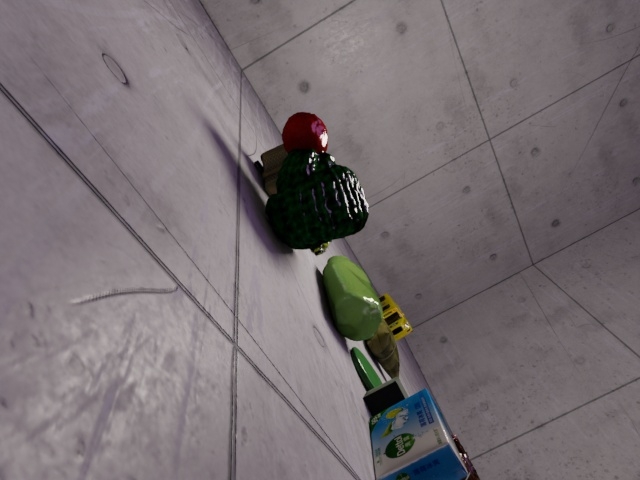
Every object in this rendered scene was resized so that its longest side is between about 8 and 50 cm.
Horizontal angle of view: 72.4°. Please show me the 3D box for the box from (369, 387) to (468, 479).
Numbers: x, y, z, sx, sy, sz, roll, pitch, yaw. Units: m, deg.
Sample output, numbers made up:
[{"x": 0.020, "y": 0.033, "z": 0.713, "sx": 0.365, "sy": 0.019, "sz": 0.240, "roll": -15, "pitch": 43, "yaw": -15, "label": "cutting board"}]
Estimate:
[{"x": 0.171, "y": 0.377, "z": 0.811, "sx": 0.073, "sy": 0.139, "sz": 0.194, "roll": 59, "pitch": 6, "yaw": -5, "label": "box"}]

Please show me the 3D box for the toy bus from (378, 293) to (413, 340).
[{"x": 0.366, "y": 0.407, "z": 2.310, "sx": 0.151, "sy": 0.145, "sz": 0.331, "roll": 58, "pitch": 4, "yaw": -12, "label": "toy bus"}]

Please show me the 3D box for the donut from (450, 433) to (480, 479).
[{"x": 0.569, "y": 0.919, "z": 1.760, "sx": 0.269, "sy": 0.103, "sz": 0.269, "roll": 61, "pitch": 4, "yaw": -7, "label": "donut"}]

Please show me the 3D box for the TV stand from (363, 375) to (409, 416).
[{"x": 0.200, "y": 0.449, "z": 0.969, "sx": 0.269, "sy": 0.088, "sz": 0.083, "roll": 61, "pitch": 6, "yaw": 14, "label": "TV stand"}]

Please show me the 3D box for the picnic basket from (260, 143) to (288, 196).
[{"x": -0.054, "y": -0.164, "z": 1.316, "sx": 0.266, "sy": 0.166, "sz": 0.139, "roll": 54, "pitch": 19, "yaw": -50, "label": "picnic basket"}]

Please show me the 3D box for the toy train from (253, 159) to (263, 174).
[{"x": -0.172, "y": -0.205, "z": 1.315, "sx": 0.083, "sy": 0.017, "sz": 0.017, "roll": 55, "pitch": 11, "yaw": -42, "label": "toy train"}]

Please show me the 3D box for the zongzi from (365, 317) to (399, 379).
[{"x": 0.219, "y": 0.365, "z": 1.520, "sx": 0.204, "sy": 0.094, "sz": 0.205, "roll": 63, "pitch": 5, "yaw": -17, "label": "zongzi"}]

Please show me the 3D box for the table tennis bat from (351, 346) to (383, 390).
[{"x": 0.153, "y": 0.386, "z": 1.147, "sx": 0.257, "sy": 0.039, "sz": 0.160, "roll": 53, "pitch": 7, "yaw": -15, "label": "table tennis bat"}]

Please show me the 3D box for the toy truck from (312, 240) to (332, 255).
[{"x": 0.000, "y": 0.000, "z": 1.483, "sx": 0.076, "sy": 0.077, "sz": 0.111, "roll": 63, "pitch": 6, "yaw": 24, "label": "toy truck"}]

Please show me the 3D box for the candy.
[{"x": 0.075, "y": 0.149, "z": 1.238, "sx": 0.142, "sy": 0.131, "sz": 0.343, "roll": 15, "pitch": 15, "yaw": -10, "label": "candy"}]

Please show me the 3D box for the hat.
[{"x": -0.031, "y": -0.148, "z": 1.070, "sx": 0.274, "sy": 0.243, "sz": 0.331, "roll": 101, "pitch": -28, "yaw": -86, "label": "hat"}]
